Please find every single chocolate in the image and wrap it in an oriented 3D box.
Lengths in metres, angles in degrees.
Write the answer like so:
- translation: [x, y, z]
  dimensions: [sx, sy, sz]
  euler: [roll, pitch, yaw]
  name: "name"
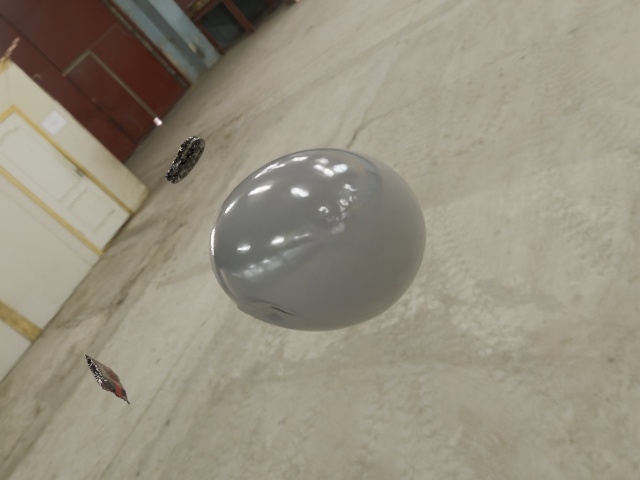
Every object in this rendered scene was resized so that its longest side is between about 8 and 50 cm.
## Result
- translation: [-0.477, 0.307, 1.352]
  dimensions: [0.028, 0.086, 0.182]
  euler: [-50, 34, -7]
  name: "chocolate"

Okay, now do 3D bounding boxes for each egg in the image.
- translation: [0.000, 0.000, 0.576]
  dimensions: [0.176, 0.176, 0.232]
  euler: [-22, -5, 39]
  name: "egg"

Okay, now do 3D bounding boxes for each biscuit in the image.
- translation: [-0.228, -0.136, 1.017]
  dimensions: [0.089, 0.027, 0.087]
  euler: [-54, 0, -27]
  name: "biscuit"
